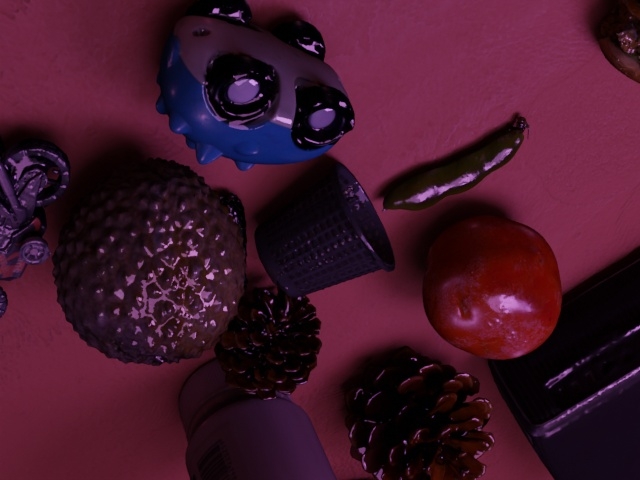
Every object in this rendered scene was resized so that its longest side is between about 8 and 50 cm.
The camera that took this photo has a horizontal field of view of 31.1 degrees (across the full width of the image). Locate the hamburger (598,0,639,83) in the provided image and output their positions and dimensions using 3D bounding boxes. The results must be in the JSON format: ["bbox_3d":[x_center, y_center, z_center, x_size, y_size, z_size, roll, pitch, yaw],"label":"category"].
[{"bbox_3d":[0.467,-0.279,1.620,0.185,0.159,0.131,-3,134,-46],"label":"hamburger"}]

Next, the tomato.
[{"bbox_3d":[0.272,0.067,1.774,0.232,0.232,0.188,21,155,-35],"label":"tomato"}]

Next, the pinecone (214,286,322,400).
[{"bbox_3d":[-0.071,0.141,1.720,0.163,0.163,0.165,1,142,-24],"label":"pinecone"}]

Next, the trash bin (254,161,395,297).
[{"bbox_3d":[0.000,0.000,1.653,0.161,0.175,0.175,-28,134,15],"label":"trash bin"}]

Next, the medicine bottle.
[{"bbox_3d":[-0.095,0.350,1.763,0.208,0.340,0.208,-12,131,-15],"label":"medicine bottle"}]

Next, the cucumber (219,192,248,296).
[{"bbox_3d":[-0.129,0.006,1.666,0.053,0.053,0.181,-10,130,-16],"label":"cucumber"}]

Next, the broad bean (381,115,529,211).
[{"bbox_3d":[0.205,-0.101,1.726,0.254,0.046,0.065,-29,126,-2],"label":"broad bean"}]

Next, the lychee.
[{"bbox_3d":[-0.221,0.031,1.505,0.255,0.255,0.274,-1,135,-23],"label":"lychee"}]

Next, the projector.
[{"bbox_3d":[0.548,0.268,2.050,0.395,0.242,0.405,-32,131,7],"label":"projector"}]

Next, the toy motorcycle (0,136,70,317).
[{"bbox_3d":[-0.442,-0.014,1.476,0.173,0.108,0.307,18,116,-28],"label":"toy motorcycle"}]

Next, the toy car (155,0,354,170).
[{"bbox_3d":[-0.091,-0.178,1.440,0.255,0.188,0.190,13,129,-35],"label":"toy car"}]

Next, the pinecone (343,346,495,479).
[{"bbox_3d":[0.177,0.310,1.919,0.264,0.264,0.264,-12,131,-14],"label":"pinecone"}]
